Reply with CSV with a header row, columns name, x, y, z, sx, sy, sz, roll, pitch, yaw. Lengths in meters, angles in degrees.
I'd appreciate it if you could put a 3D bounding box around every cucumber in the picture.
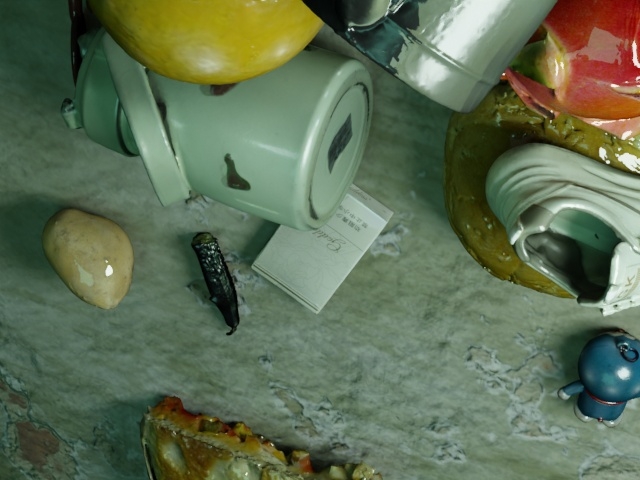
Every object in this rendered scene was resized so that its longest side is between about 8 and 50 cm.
name,x,y,z,sx,sy,sz,roll,pitch,yaw
cucumber,-0.134,0.064,2.144,0.043,0.039,0.163,14,131,45

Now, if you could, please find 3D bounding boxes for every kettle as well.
name,x,y,z,sx,sy,sz,roll,pitch,yaw
kettle,0.132,-0.306,1.413,0.228,0.321,0.324,43,106,15

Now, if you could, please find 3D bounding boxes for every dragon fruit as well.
name,x,y,z,sx,sy,sz,roll,pitch,yaw
dragon fruit,0.276,-0.214,1.606,0.227,0.224,0.224,31,142,47

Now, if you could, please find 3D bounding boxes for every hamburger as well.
name,x,y,z,sx,sy,sz,roll,pitch,yaw
hamburger,0.258,-0.054,1.789,0.265,0.134,0.285,10,125,15

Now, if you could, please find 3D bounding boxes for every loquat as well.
name,x,y,z,sx,sy,sz,roll,pitch,yaw
loquat,-0.097,-0.327,1.654,0.359,0.328,0.328,-14,122,0

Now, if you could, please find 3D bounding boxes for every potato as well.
name,x,y,z,sx,sy,sz,roll,pitch,yaw
potato,-0.308,0.020,2.158,0.147,0.112,0.112,46,132,-2

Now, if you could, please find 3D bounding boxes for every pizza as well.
name,x,y,z,sx,sy,sz,roll,pitch,yaw
pizza,-0.044,0.398,2.296,0.406,0.130,0.440,-14,107,34

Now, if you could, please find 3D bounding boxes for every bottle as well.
name,x,y,z,sx,sy,sz,roll,pitch,yaw
bottle,-0.138,-0.148,1.860,0.352,0.229,0.229,18,131,15

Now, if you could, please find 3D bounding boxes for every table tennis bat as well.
name,x,y,z,sx,sy,sz,roll,pitch,yaw
table tennis bat,-0.292,-0.253,1.947,0.019,0.098,0.154,0,125,-1

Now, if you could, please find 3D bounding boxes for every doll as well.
name,x,y,z,sx,sy,sz,roll,pitch,yaw
doll,0.350,0.166,1.949,0.114,0.085,0.152,8,140,3

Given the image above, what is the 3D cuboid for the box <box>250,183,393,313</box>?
name,x,y,z,sx,sy,sz,roll,pitch,yaw
box,0.000,0.000,2.033,0.109,0.029,0.198,35,131,-1

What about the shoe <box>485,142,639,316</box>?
name,x,y,z,sx,sy,sz,roll,pitch,yaw
shoe,0.313,0.017,1.641,0.316,0.159,0.124,21,124,-5
